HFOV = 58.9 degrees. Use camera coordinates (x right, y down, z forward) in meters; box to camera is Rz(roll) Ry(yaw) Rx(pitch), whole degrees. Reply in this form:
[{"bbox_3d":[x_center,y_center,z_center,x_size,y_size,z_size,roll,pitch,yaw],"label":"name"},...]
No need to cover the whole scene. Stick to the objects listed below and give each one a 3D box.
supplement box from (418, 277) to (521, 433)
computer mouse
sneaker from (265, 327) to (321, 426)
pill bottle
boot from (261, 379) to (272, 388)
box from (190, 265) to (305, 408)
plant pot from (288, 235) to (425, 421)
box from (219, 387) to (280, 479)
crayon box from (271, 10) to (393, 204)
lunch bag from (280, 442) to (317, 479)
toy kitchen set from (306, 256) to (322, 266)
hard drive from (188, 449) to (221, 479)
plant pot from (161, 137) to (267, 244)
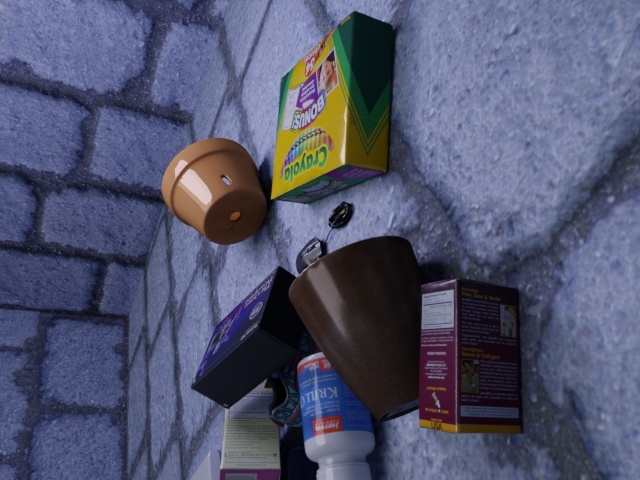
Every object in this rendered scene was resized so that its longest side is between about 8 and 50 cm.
[{"bbox_3d":[0.193,0.151,0.739,0.081,0.104,0.188,-23,61,61],"label":"supplement box"},{"bbox_3d":[0.000,0.000,1.259,0.242,0.041,0.071,-58,33,37],"label":"computer mouse"},{"bbox_3d":[-0.064,0.259,1.202,0.104,0.125,0.261,-33,52,56],"label":"sneaker"},{"bbox_3d":[0.029,0.317,0.995,0.124,0.124,0.221,-50,39,46],"label":"pill bottle"},{"bbox_3d":[-0.123,0.365,1.371,0.084,0.059,0.157,-138,60,-66],"label":"boot"},{"bbox_3d":[-0.140,0.203,1.175,0.261,0.103,0.184,-44,22,33],"label":"box"},{"bbox_3d":[0.090,0.147,0.871,0.215,0.216,0.230,-52,52,45],"label":"plant pot"},{"bbox_3d":[-0.153,0.475,1.213,0.243,0.118,0.213,-101,16,-65],"label":"box"},{"bbox_3d":[0.013,-0.265,1.247,0.363,0.106,0.312,-15,68,62],"label":"crayon box"},{"bbox_3d":[-0.049,0.468,1.167,0.065,0.067,0.098,-17,68,62],"label":"lunch bag"},{"bbox_3d":[-0.003,0.083,1.204,0.083,0.068,0.075,50,125,58],"label":"toy kitchen set"},{"bbox_3d":[-0.359,0.803,1.718,0.318,0.040,0.210,-58,34,39],"label":"hard drive"},{"bbox_3d":[-0.286,-0.124,1.652,0.203,0.291,0.290,49,126,38],"label":"plant pot"}]
